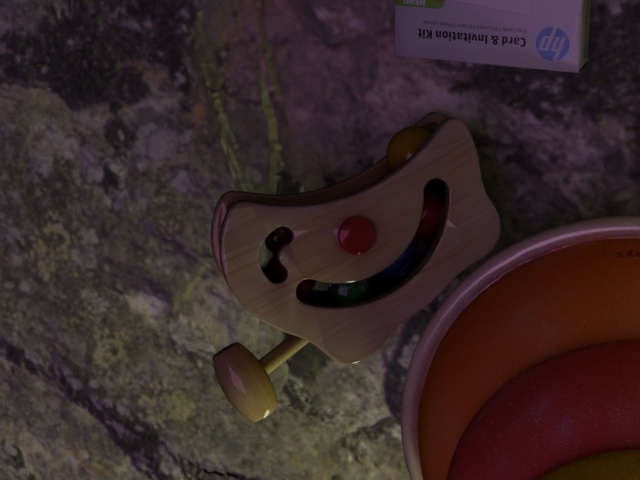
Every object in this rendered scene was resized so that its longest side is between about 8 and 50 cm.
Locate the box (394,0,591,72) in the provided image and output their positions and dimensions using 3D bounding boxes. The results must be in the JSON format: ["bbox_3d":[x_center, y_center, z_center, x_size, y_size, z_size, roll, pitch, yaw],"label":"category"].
[{"bbox_3d":[0.127,-0.222,1.195,0.145,0.038,0.186,8,113,20],"label":"box"}]

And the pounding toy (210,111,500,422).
[{"bbox_3d":[0.000,0.000,1.270,0.269,0.155,0.154,-40,103,-2],"label":"pounding toy"}]

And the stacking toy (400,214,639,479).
[{"bbox_3d":[0.198,0.217,1.059,0.350,0.480,0.351,4,113,10],"label":"stacking toy"}]
